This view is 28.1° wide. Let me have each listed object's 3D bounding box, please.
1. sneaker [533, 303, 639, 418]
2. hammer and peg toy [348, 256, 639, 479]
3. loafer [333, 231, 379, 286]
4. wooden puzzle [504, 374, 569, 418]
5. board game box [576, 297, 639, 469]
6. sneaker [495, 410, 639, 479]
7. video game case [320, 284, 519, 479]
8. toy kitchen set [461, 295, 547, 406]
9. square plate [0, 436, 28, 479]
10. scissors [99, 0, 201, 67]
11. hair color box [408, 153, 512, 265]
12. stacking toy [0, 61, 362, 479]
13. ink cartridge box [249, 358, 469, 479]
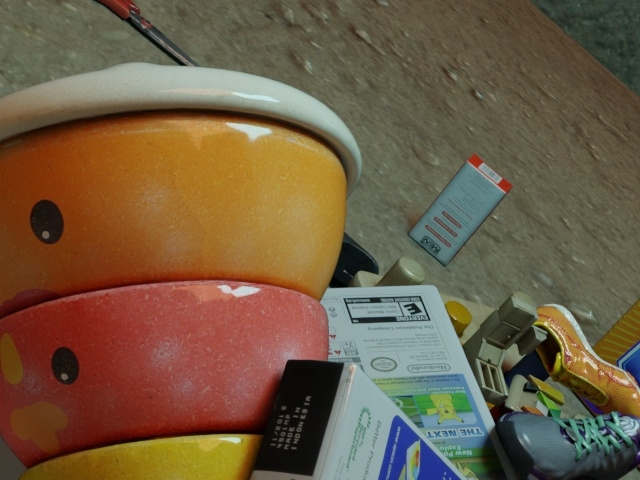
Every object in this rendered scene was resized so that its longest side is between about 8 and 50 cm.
[{"bbox_3d":[0.286,0.149,1.406,0.175,0.064,0.067,45,50,17],"label":"sneaker"},{"bbox_3d":[0.182,0.197,1.399,0.266,0.127,0.361,16,38,-36],"label":"hammer and peg toy"},{"bbox_3d":[0.000,0.000,1.570,0.170,0.062,0.061,43,5,6],"label":"loafer"},{"bbox_3d":[0.227,0.176,1.332,0.078,0.014,0.116,35,30,-8],"label":"wooden puzzle"},{"bbox_3d":[0.627,0.183,1.696,0.356,0.356,0.356,-2,47,-52],"label":"board game box"},{"bbox_3d":[0.248,0.185,1.214,0.224,0.098,0.083,22,35,-55],"label":"sneaker"},{"bbox_3d":[-0.005,0.157,1.196,0.329,0.036,0.300,-1,41,-16],"label":"video game case"},{"bbox_3d":[0.201,0.118,1.308,0.068,0.083,0.075,25,33,-24],"label":"toy kitchen set"},{"bbox_3d":[-0.382,0.109,0.948,0.344,0.049,0.347,20,32,-32],"label":"square plate"},{"bbox_3d":[-0.262,-0.305,1.763,0.297,0.021,0.109,48,27,17],"label":"scissors"},{"bbox_3d":[0.191,-0.041,1.755,0.072,0.141,0.043,41,27,6],"label":"hair color box"},{"bbox_3d":[-0.111,0.144,0.936,0.351,0.351,0.479,10,63,-42],"label":"stacking toy"},{"bbox_3d":[0.059,0.246,0.956,0.371,0.069,0.175,47,52,-46],"label":"ink cartridge box"}]
